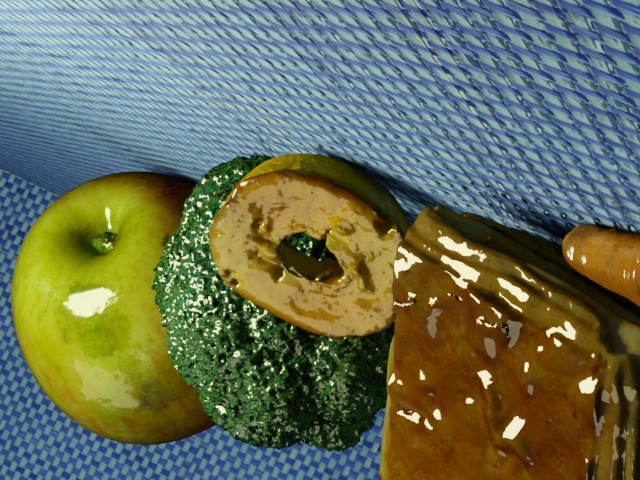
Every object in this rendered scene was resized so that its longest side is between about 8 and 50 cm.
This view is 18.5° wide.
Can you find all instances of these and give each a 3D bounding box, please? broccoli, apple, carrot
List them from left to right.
[{"bbox_3d":[-0.215,0.074,2.391,0.339,0.340,0.339,26,175,3],"label":"apple"},{"bbox_3d":[-0.019,0.056,1.853,0.297,0.298,0.297,22,-160,36],"label":"broccoli"},{"bbox_3d":[0.210,0.018,1.281,0.061,0.061,0.209,28,179,-20],"label":"carrot"}]

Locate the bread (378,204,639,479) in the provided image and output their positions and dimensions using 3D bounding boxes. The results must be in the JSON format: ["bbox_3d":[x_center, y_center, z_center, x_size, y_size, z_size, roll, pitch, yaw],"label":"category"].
[{"bbox_3d":[0.181,0.135,1.478,0.167,0.325,0.277,-24,-142,-33],"label":"bread"}]

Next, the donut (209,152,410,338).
[{"bbox_3d":[0.000,0.000,1.647,0.178,0.162,0.065,34,-142,-12],"label":"donut"}]
